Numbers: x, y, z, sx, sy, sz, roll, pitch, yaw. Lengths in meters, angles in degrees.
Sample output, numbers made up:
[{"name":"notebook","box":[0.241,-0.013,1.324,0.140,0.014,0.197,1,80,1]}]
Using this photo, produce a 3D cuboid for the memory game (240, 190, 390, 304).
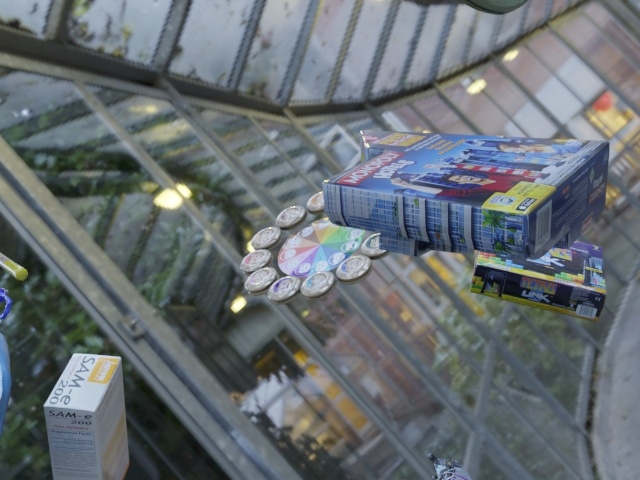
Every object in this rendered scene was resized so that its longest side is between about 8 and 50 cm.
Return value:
[{"name":"memory game","box":[0.000,0.000,0.936,0.186,0.012,0.186,-19,33,13]}]

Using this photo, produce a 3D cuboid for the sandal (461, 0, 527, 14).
[{"name":"sandal","box":[0.158,-0.359,0.902,0.086,0.302,0.120,15,55,43]}]

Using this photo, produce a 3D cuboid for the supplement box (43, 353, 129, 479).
[{"name":"supplement box","box":[-0.160,0.136,0.621,0.062,0.036,0.098,-80,-7,-63]}]

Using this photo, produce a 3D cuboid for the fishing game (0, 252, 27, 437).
[{"name":"fishing game","box":[-0.230,0.132,0.540,0.189,0.041,0.264,20,95,63]}]

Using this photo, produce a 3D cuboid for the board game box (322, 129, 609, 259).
[{"name":"board game box","box":[0.092,-0.036,0.667,0.194,0.194,0.060,-30,-56,-53]}]

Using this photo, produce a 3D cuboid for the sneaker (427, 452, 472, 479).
[{"name":"sneaker","box":[0.125,0.241,0.898,0.038,0.069,0.098,-39,-34,11]}]

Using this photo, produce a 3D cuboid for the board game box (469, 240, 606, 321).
[{"name":"board game box","box":[0.296,0.038,1.218,0.141,0.170,0.048,-64,-15,-60]}]
